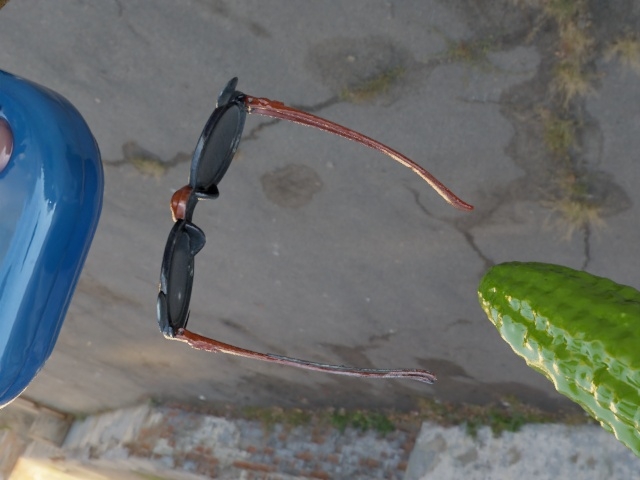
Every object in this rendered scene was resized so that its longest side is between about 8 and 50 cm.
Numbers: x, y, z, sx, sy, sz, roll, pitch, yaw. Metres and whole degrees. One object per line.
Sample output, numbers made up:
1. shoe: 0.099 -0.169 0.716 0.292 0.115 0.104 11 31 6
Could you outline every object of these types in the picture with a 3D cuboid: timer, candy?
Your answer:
1. timer: -0.361 -0.019 0.706 0.339 0.309 0.115 23 -176 24
2. candy: 0.188 0.071 0.503 0.209 0.097 0.097 35 170 43

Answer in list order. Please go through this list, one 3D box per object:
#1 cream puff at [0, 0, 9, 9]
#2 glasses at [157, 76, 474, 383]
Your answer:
1. cream puff: -0.490 -0.374 0.907 0.231 0.343 0.327 31 130 10
2. glasses: 0.000 0.000 0.672 0.268 0.234 0.118 14 167 1
